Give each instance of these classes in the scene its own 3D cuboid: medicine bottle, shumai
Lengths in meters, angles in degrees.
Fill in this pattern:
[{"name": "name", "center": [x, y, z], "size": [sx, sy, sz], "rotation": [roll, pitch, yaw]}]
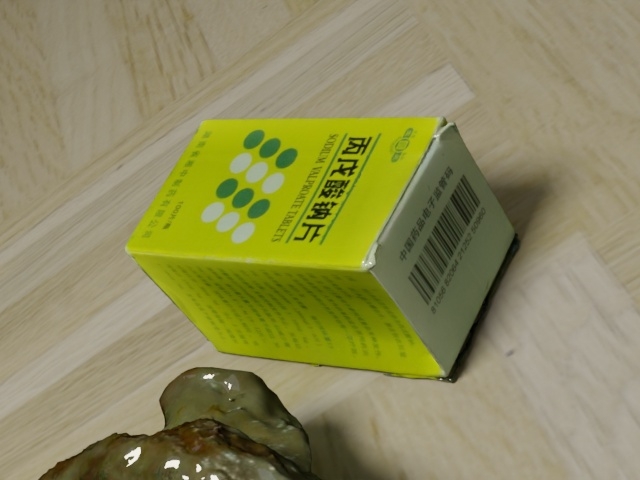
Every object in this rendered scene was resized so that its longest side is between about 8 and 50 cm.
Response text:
[{"name": "medicine bottle", "center": [0.000, 0.000, 0.956], "size": [0.250, 0.141, 0.137], "rotation": [3, 51, 41]}, {"name": "shumai", "center": [-0.030, 0.182, 0.781], "size": [0.272, 0.222, 0.204], "rotation": [30, 35, 30]}]
